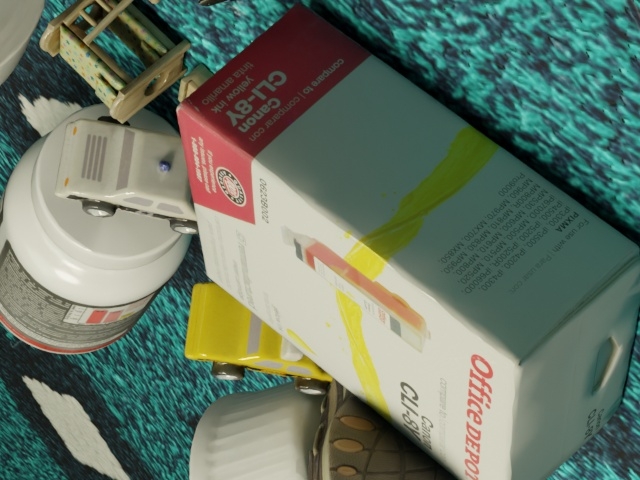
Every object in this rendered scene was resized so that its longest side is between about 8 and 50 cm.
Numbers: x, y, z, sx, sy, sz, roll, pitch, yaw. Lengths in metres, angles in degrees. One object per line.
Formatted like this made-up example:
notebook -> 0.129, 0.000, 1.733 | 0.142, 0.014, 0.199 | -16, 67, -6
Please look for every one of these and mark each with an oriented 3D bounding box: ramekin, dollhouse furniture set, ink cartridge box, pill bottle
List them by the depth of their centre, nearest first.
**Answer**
ink cartridge box -> 0.073, 0.019, 1.704 | 0.384, 0.160, 0.279 | 37, 155, 24
dollhouse furniture set -> -0.173, -0.186, 1.902 | 0.182, 0.101, 0.161 | 43, 157, 13
ramekin -> -0.005, 0.277, 2.114 | 0.135, 0.277, 0.277 | -23, 110, 28
pill bottle -> -0.256, -0.011, 2.187 | 0.210, 0.210, 0.363 | 48, 157, 1

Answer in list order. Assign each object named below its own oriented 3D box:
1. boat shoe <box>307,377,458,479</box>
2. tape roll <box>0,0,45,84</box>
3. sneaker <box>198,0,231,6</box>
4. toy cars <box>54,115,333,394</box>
boat shoe -> 0.056, 0.205, 1.834 | 0.132, 0.355, 0.130 | 19, 121, -3
tape roll -> -0.421, -0.266, 1.987 | 0.286, 0.286, 0.100 | 49, 157, -1
sneaker -> -0.063, -0.231, 1.646 | 0.232, 0.090, 0.081 | 17, 141, 52
toy cars -> -0.100, 0.012, 1.985 | 0.394, 0.176, 0.087 | 52, 156, -6
